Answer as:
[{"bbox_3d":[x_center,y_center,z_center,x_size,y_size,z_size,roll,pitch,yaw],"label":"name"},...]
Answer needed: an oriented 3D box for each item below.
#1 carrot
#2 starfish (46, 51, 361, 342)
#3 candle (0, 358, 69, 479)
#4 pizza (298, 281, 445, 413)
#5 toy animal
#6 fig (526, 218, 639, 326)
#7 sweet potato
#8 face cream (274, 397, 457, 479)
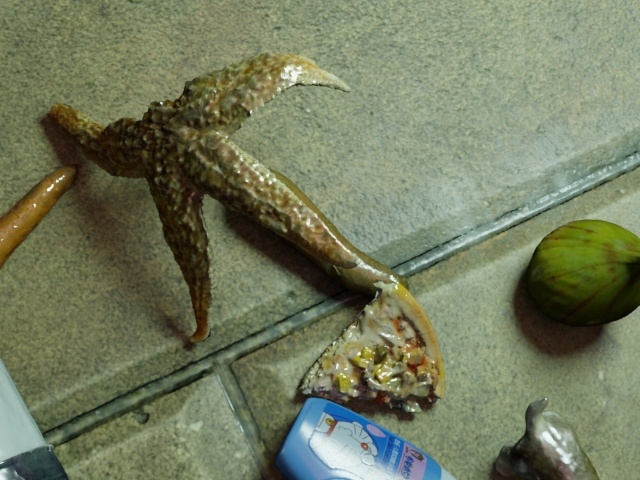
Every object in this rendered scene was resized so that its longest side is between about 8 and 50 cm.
[{"bbox_3d":[-0.399,-0.024,1.072,0.057,0.057,0.224,38,73,5],"label":"carrot"},{"bbox_3d":[-0.142,-0.088,1.019,0.398,0.132,0.384,-26,88,18],"label":"starfish"},{"bbox_3d":[-0.443,0.223,0.919,0.221,0.221,0.342,-29,80,-11],"label":"candle"},{"bbox_3d":[0.061,0.160,1.051,0.195,0.052,0.185,-23,98,2],"label":"pizza"},{"bbox_3d":[0.323,0.313,0.997,0.121,0.168,0.233,-30,67,-12],"label":"toy animal"},{"bbox_3d":[0.369,0.023,1.020,0.151,0.259,0.151,4,70,-10],"label":"fig"},{"bbox_3d":[0.000,0.000,1.090,0.273,0.075,0.075,40,76,2],"label":"sweet potato"},{"bbox_3d":[0.076,0.301,0.998,0.264,0.083,0.149,29,37,2],"label":"face cream"}]
